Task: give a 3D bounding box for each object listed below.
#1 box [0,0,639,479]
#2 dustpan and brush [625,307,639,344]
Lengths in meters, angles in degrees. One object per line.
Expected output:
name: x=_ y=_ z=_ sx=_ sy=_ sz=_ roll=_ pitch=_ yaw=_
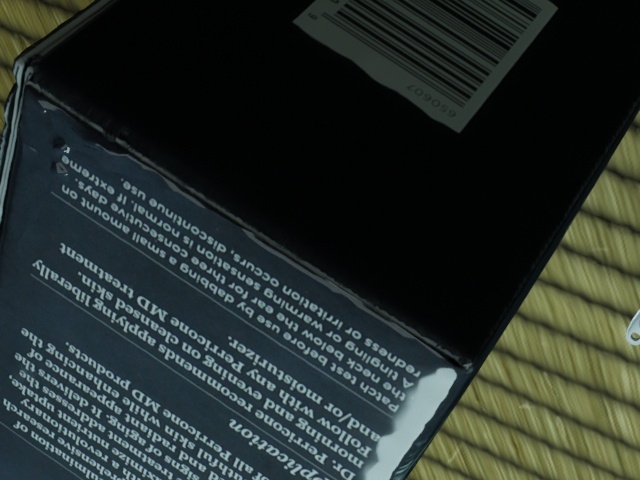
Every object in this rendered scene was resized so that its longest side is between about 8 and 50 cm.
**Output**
box: x=0.000 y=0.000 z=0.982 sx=0.297 sy=0.480 sz=0.472 roll=34 pitch=137 yaw=6
dustpan and brush: x=0.306 y=0.007 z=1.078 sx=0.147 sy=0.060 sz=0.211 roll=33 pitch=137 yaw=9
